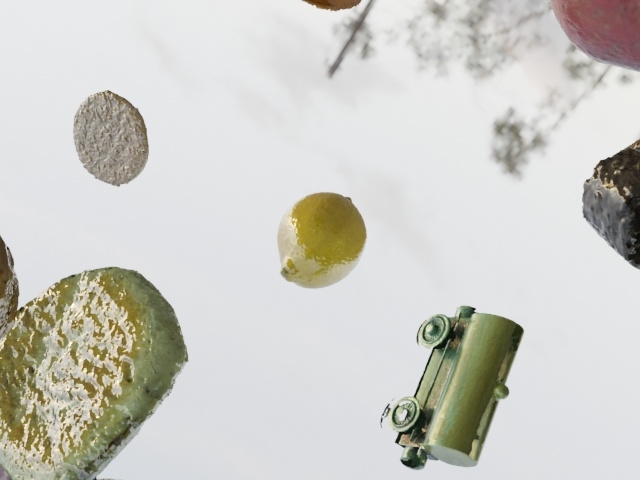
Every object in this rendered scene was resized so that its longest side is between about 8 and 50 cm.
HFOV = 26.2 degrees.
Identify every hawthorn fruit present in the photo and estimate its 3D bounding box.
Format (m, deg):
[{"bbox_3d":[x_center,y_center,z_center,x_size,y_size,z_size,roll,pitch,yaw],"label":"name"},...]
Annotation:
[{"bbox_3d":[0.317,-0.255,1.307,0.215,0.215,0.250,-118,4,-50],"label":"hawthorn fruit"}]

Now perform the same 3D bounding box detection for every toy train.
[{"bbox_3d":[0.226,0.245,2.319,0.126,0.307,0.189,36,155,-27],"label":"toy train"}]

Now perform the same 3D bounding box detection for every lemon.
[{"bbox_3d":[0.000,0.000,2.789,0.187,0.187,0.244,35,-126,1],"label":"lemon"}]

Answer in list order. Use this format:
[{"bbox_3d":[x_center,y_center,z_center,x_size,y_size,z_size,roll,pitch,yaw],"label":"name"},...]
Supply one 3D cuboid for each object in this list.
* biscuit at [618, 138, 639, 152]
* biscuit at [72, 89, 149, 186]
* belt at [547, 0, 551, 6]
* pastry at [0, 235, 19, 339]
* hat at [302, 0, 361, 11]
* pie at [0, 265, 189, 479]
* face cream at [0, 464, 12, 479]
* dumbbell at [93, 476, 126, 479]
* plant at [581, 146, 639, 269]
[{"bbox_3d":[0.554,-0.167,2.261,0.027,0.187,0.188,62,-155,6],"label":"biscuit"},{"bbox_3d":[-0.256,-0.124,1.673,0.120,0.120,0.015,41,-148,16],"label":"biscuit"},{"bbox_3d":[0.473,-0.482,2.193,0.160,0.295,0.207,5,-114,-14],"label":"belt"},{"bbox_3d":[-0.413,0.053,1.455,0.188,0.189,0.103,41,167,16],"label":"pastry"},{"bbox_3d":[0.048,-0.539,2.256,0.233,0.233,0.244,46,-143,-4],"label":"hat"},{"bbox_3d":[-0.319,0.178,1.802,0.070,0.323,0.323,42,-171,-50],"label":"pie"},{"bbox_3d":[-0.510,0.409,1.906,0.154,0.274,0.096,25,-179,-24],"label":"face cream"},{"bbox_3d":[-0.337,0.293,1.970,0.185,0.388,0.185,-2,-178,0],"label":"dumbbell"},{"bbox_3d":[0.479,-0.014,1.866,0.274,0.149,0.146,48,165,42],"label":"plant"}]
